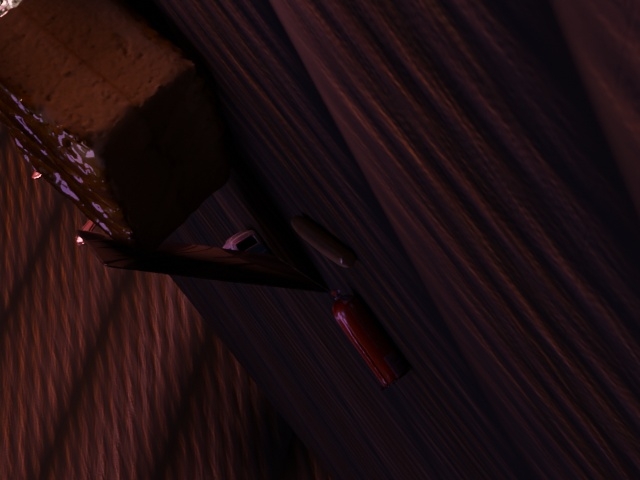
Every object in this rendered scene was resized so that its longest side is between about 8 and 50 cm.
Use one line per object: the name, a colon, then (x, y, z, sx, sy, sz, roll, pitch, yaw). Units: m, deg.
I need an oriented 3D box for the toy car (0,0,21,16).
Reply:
toy car: (-0.535, -0.390, 1.776, 0.136, 0.125, 0.306, 82, 163, -66)

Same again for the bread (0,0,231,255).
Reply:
bread: (-0.285, -0.165, 1.284, 0.279, 0.207, 0.279, 41, 161, 19)

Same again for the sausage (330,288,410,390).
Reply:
sausage: (0.057, 0.125, 1.256, 0.145, 0.050, 0.048, 54, -151, -3)

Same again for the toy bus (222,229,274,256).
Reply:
toy bus: (-0.127, 0.023, 1.620, 0.075, 0.060, 0.123, 59, 165, -3)

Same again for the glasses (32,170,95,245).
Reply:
glasses: (-0.416, -0.157, 1.743, 0.118, 0.268, 0.234, 21, 148, 33)

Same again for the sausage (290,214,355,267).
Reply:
sausage: (0.000, 0.000, 1.183, 0.132, 0.024, 0.024, 36, 159, 51)

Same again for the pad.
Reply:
pad: (-0.175, 0.028, 1.398, 0.220, 0.330, 0.004, 29, 108, 61)
